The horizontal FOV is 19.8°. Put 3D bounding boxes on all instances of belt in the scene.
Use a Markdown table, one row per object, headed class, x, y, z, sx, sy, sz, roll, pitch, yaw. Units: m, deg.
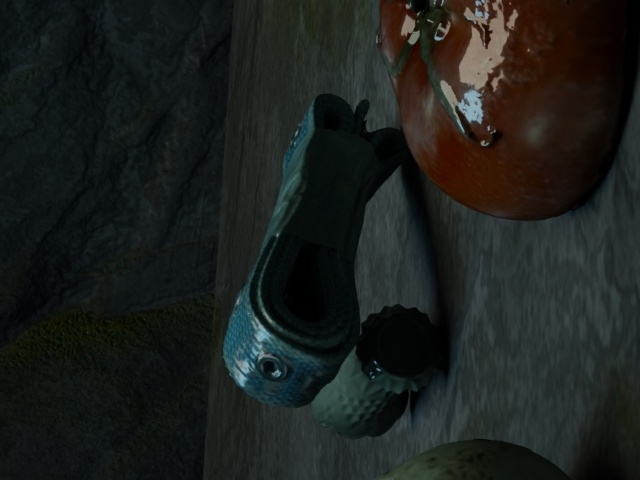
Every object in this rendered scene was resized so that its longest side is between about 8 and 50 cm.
| class | x | y | z | sx | sy | sz | roll | pitch | yaw |
| --- | --- | --- | --- | --- | --- | --- | --- | --- | --- |
| belt | 0.000 | 0.000 | 1.323 | 0.302 | 0.087 | 0.072 | -73 | 5 | -51 |

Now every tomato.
| class | x | y | z | sx | sy | sz | roll | pitch | yaw |
| --- | --- | --- | --- | --- | --- | --- | --- | --- | --- |
| tomato | 0.086 | -0.129 | 0.944 | 0.237 | 0.095 | 0.236 | -179 | 90 | -81 |

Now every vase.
| class | x | y | z | sx | sy | sz | roll | pitch | yaw |
| --- | --- | --- | --- | --- | --- | --- | --- | --- | --- |
| vase | 0.042 | 0.090 | 1.314 | 0.148 | 0.081 | 0.081 | 125 | 145 | -69 |

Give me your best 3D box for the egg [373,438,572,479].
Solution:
| class | x | y | z | sx | sy | sz | roll | pitch | yaw |
| --- | --- | --- | --- | --- | --- | --- | --- | --- | --- |
| egg | 0.072 | 0.156 | 0.882 | 0.164 | 0.131 | 0.131 | -123 | 34 | -89 |
